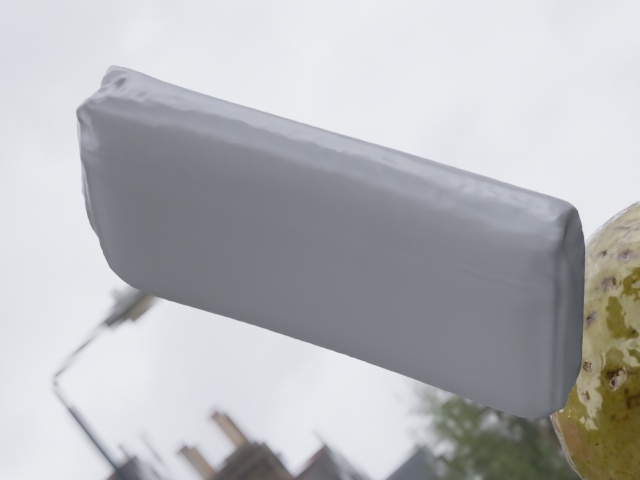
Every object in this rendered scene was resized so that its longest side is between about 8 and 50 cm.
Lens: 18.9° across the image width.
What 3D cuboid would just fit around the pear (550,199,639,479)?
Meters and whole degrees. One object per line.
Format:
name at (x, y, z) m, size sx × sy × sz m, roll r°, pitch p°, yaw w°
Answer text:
pear at (0.192, 0.063, 0.983) m, size 0.178 × 0.178 × 0.178 m, roll -36°, pitch -21°, yaw -16°

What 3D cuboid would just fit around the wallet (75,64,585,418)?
wallet at (0.000, 0.000, 0.643) m, size 0.033 × 0.190 × 0.095 m, roll -54°, pitch -30°, yaw -39°
